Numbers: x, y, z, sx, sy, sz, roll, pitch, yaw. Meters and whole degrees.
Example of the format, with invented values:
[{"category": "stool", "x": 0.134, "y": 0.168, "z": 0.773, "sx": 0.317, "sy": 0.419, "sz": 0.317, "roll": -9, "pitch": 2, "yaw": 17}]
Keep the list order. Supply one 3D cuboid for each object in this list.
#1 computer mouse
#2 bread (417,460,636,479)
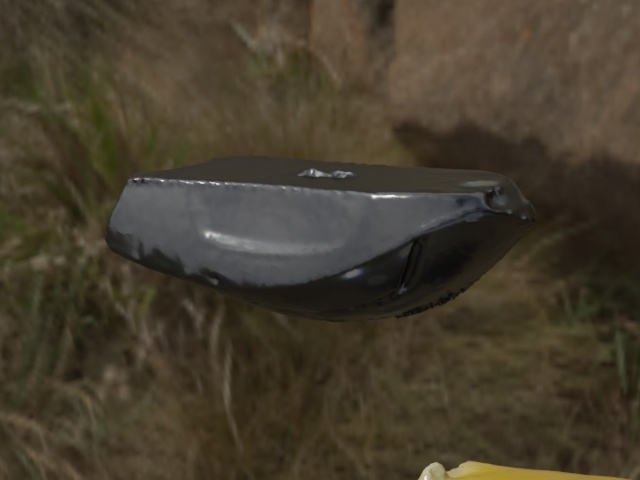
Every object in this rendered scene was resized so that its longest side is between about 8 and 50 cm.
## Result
[{"category": "computer mouse", "x": 0.000, "y": 0.000, "z": 0.918, "sx": 0.217, "sy": 0.073, "sz": 0.122, "roll": 7, "pitch": 10, "yaw": 34}, {"category": "bread", "x": 0.088, "y": 0.107, "z": 0.342, "sx": 0.173, "sy": 0.085, "sz": 0.134, "roll": -2, "pitch": 73, "yaw": 25}]
